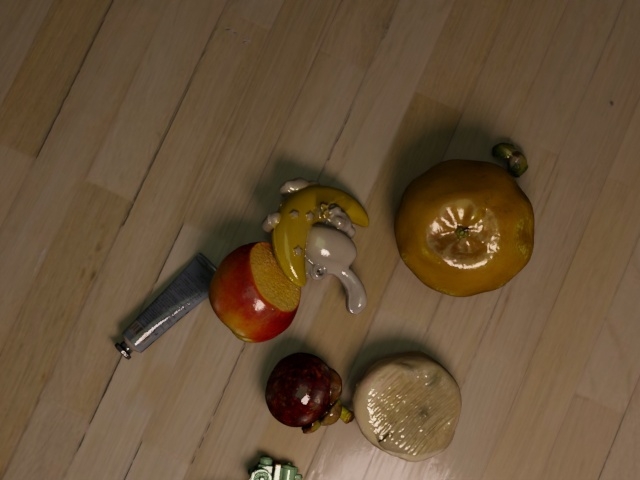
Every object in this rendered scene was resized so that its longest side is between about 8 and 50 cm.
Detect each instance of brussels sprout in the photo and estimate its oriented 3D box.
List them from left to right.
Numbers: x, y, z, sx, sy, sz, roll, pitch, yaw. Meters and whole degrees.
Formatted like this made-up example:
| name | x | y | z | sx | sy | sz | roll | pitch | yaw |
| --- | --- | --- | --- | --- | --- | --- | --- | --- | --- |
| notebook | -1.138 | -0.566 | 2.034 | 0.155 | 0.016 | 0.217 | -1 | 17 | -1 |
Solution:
| name | x | y | z | sx | sy | sz | roll | pitch | yaw |
| --- | --- | --- | --- | --- | --- | --- | --- | --- | --- |
| brussels sprout | 0.395 | -0.170 | 2.007 | 0.083 | 0.046 | 0.051 | 47 | 126 | 3 |

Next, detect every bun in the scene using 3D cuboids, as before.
| name | x | y | z | sx | sy | sz | roll | pitch | yaw |
| --- | --- | --- | --- | --- | --- | --- | --- | --- | --- |
| bun | 0.168 | 0.323 | 1.914 | 0.237 | 0.116 | 0.210 | 40 | 79 | -21 |

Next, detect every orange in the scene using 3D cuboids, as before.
| name | x | y | z | sx | sy | sz | roll | pitch | yaw |
| --- | --- | --- | --- | --- | --- | --- | --- | --- | --- |
| orange | 0.282 | -0.025 | 1.896 | 0.279 | 0.235 | 0.279 | -1 | 85 | 6 |

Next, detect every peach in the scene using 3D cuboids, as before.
| name | x | y | z | sx | sy | sz | roll | pitch | yaw |
| --- | --- | --- | --- | --- | --- | --- | --- | --- | --- |
| peach | -0.120 | 0.097 | 1.888 | 0.190 | 0.190 | 0.192 | 43 | 86 | 3 |

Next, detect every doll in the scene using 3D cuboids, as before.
| name | x | y | z | sx | sy | sz | roll | pitch | yaw |
| --- | --- | --- | --- | --- | --- | --- | --- | --- | --- |
| doll | 0.000 | 0.000 | 1.925 | 0.252 | 0.111 | 0.237 | 27 | 56 | -24 |

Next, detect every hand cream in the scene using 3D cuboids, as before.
| name | x | y | z | sx | sy | sz | roll | pitch | yaw |
| --- | --- | --- | --- | --- | --- | --- | --- | --- | --- |
| hand cream | -0.306 | 0.139 | 1.948 | 0.256 | 0.055 | 0.088 | -44 | 79 | -8 |

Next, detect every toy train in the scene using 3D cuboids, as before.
| name | x | y | z | sx | sy | sz | roll | pitch | yaw |
| --- | --- | --- | --- | --- | --- | --- | --- | --- | --- |
| toy train | -0.091 | 0.518 | 1.910 | 0.118 | 0.074 | 0.175 | 9 | 82 | -8 |

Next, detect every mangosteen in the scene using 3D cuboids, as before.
| name | x | y | z | sx | sy | sz | roll | pitch | yaw |
| --- | --- | --- | --- | --- | --- | --- | --- | --- | --- |
| mangosteen | -0.019 | 0.297 | 1.909 | 0.181 | 0.156 | 0.145 | 9 | 55 | -29 |
